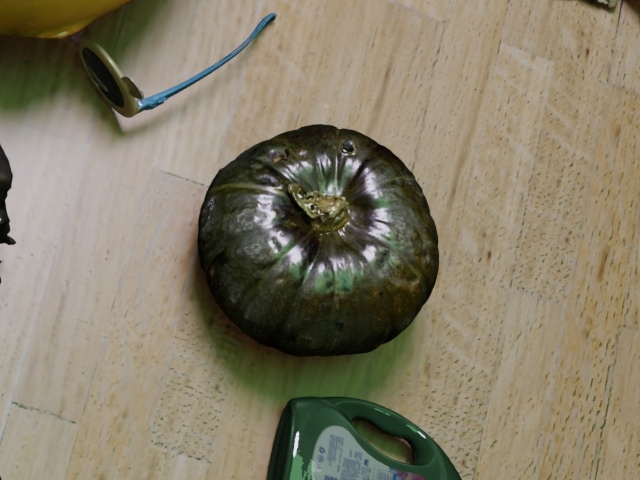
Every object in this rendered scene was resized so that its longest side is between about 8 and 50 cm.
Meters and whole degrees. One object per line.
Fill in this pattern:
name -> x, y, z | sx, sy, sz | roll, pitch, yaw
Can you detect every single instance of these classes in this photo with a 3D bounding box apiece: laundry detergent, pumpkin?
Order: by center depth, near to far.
pumpkin -> 0.000, 0.000, 1.527 | 0.223, 0.157, 0.224 | 5, 66, -10
laundry detergent -> 0.059, 0.218, 1.540 | 0.211, 0.063, 0.137 | 15, 65, -16

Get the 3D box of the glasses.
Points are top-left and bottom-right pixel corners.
glasses -> -0.158, -0.220, 1.596 | 0.220, 0.088, 0.190 | -24, 83, -44

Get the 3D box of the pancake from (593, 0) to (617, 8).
pancake -> 0.264, -0.359, 1.772 | 0.257, 0.056, 0.212 | 17, 70, -15

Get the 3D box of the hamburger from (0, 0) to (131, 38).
hamburger -> -0.251, -0.392, 1.411 | 0.395, 0.277, 0.396 | -1, 60, 1

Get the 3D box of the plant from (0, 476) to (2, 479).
plant -> -0.354, 0.269, 1.329 | 0.142, 0.164, 0.256 | 35, 52, -12

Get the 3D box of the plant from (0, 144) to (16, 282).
plant -> -0.343, -0.025, 1.390 | 0.188, 0.199, 0.276 | -12, 73, -18
